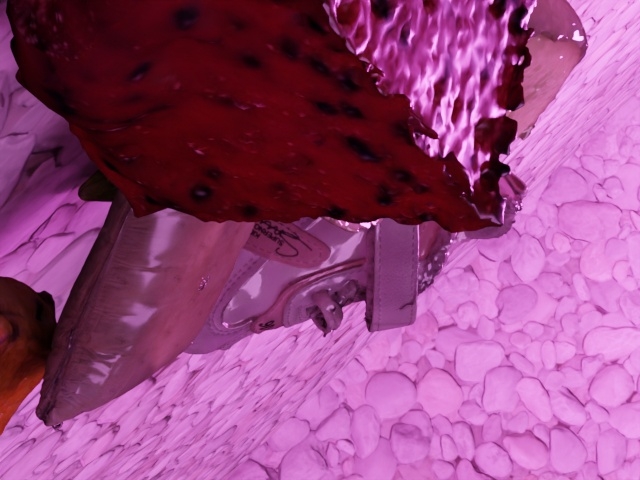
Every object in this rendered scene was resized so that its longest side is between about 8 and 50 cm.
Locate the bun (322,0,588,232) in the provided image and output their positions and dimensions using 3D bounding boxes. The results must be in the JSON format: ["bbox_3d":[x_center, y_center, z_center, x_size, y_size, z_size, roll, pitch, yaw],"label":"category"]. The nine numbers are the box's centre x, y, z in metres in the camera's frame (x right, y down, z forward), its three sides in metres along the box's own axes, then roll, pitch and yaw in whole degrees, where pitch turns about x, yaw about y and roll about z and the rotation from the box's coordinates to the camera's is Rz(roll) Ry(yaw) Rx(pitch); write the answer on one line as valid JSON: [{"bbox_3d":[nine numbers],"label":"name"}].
[{"bbox_3d":[0.068,-0.133,1.170,0.259,0.152,0.259,-29,162,-10],"label":"bun"}]

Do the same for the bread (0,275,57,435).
[{"bbox_3d":[-0.286,0.114,1.012,0.235,0.099,0.210,-49,171,3],"label":"bread"}]

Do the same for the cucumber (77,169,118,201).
[{"bbox_3d":[-0.110,-0.056,1.131,0.168,0.039,0.039,-27,161,-51],"label":"cucumber"}]

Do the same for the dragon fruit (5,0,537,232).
[{"bbox_3d":[0.003,-0.123,0.732,0.302,0.240,0.330,-50,161,-1],"label":"dragon fruit"}]

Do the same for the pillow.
[{"bbox_3d":[-0.093,-0.015,1.040,0.185,0.075,0.302,-29,148,-58],"label":"pillow"}]

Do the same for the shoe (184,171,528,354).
[{"bbox_3d":[0.017,-0.003,1.363,0.351,0.198,0.172,-43,168,-5],"label":"shoe"}]
